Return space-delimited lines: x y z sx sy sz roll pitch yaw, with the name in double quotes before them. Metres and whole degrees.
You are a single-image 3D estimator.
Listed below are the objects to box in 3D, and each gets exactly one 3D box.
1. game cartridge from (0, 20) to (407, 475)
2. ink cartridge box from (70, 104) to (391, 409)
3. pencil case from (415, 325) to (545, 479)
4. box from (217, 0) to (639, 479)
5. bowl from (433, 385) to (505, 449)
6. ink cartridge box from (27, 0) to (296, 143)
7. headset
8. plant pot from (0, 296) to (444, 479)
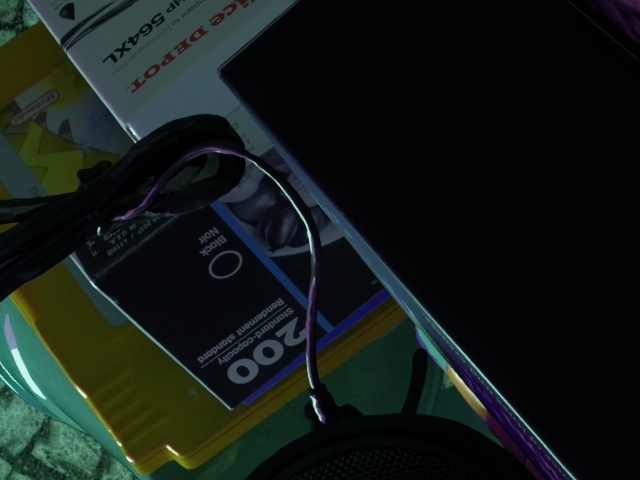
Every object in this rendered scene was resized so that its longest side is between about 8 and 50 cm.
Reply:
"game cartridge" -0.086 -0.040 1.008 0.323 0.285 0.052 49 167 24
"ink cartridge box" 0.000 0.000 0.825 0.045 0.206 0.208 54 -177 39
"pencil case" 0.161 0.105 0.926 0.236 0.104 0.104 47 178 30
"box" 0.102 0.034 0.483 0.261 0.103 0.184 50 -178 37
"bowl" 0.210 0.222 1.285 0.311 0.163 0.311 51 180 0
"ink cartridge box" -0.077 -0.133 0.925 0.086 0.148 0.203 53 177 -41
"headset" 0.003 0.142 0.570 0.243 0.185 0.394 57 -169 -83
"plant pot" -0.087 0.057 1.210 0.341 0.341 0.334 50 172 -28
